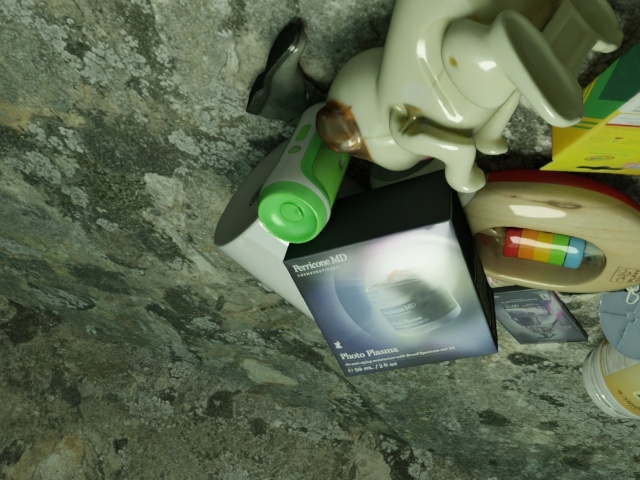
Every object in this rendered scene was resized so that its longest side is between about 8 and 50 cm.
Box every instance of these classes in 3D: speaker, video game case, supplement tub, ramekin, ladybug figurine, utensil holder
[{"bbox_3d":[-0.015,-0.131,1.058,0.131,0.296,0.131,10,134,10],"label":"speaker"},{"bbox_3d":[0.576,0.205,1.601,0.196,0.026,0.274,-13,135,42],"label":"video game case"},{"bbox_3d":[0.815,0.303,1.419,0.228,0.228,0.316,23,149,-4],"label":"supplement tub"},{"bbox_3d":[0.193,-0.128,1.145,0.207,0.207,0.109,-10,128,40],"label":"ramekin"},{"bbox_3d":[0.452,-0.027,1.180,0.449,0.162,0.305,13,149,13],"label":"ladybug figurine"},{"bbox_3d":[0.000,0.000,1.338,0.385,0.328,0.327,38,145,-22],"label":"utensil holder"}]

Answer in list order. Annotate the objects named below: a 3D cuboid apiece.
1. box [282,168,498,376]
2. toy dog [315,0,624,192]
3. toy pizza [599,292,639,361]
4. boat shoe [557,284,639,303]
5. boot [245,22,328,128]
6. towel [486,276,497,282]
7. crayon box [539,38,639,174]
[{"bbox_3d":[0.133,0.068,1.063,0.296,0.183,0.294,-15,119,21],"label":"box"},{"bbox_3d":[0.161,-0.249,0.903,0.395,0.284,0.408,37,146,-14],"label":"toy dog"},{"bbox_3d":[0.713,0.171,1.328,0.032,0.201,0.201,-3,154,-18],"label":"toy pizza"},{"bbox_3d":[0.652,0.069,1.253,0.306,0.105,0.113,-8,133,43],"label":"boat shoe"},{"bbox_3d":[-0.034,-0.303,1.142,0.161,0.083,0.246,17,151,-19],"label":"boot"},{"bbox_3d":[0.383,0.051,1.435,0.197,0.029,0.144,-16,119,44],"label":"towel"},{"bbox_3d":[0.490,-0.185,0.889,0.202,0.081,0.318,3,167,-5],"label":"crayon box"}]
